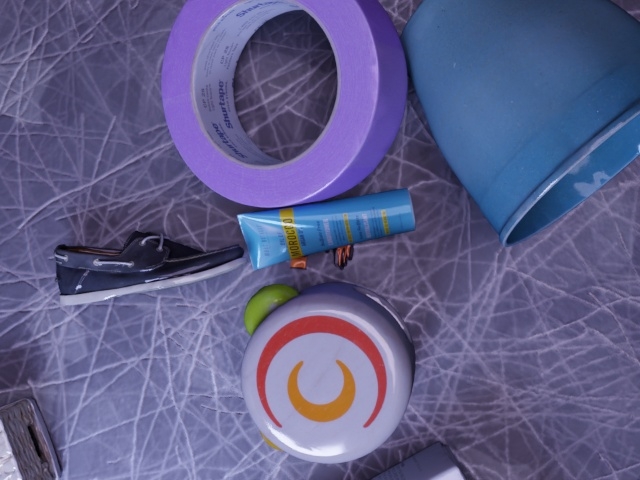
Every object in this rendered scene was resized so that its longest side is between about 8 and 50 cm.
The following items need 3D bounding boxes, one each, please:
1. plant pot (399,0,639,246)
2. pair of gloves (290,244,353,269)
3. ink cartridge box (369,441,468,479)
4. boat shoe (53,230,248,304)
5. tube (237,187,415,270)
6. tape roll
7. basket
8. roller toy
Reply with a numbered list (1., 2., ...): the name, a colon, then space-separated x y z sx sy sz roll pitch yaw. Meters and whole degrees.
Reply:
1. plant pot: 0.231 -0.175 0.906 0.272 0.271 0.255 -37 73 -1
2. pair of gloves: 0.000 0.000 1.012 0.083 0.010 0.074 -1 90 3
3. ink cartridge box: 0.074 0.413 0.943 0.306 0.131 0.226 -30 89 1
4. boat shoe: -0.206 0.025 0.975 0.233 0.084 0.079 -8 89 3
5. tube: 0.009 -0.018 0.981 0.207 0.052 0.080 -12 114 3
6. tape roll: -0.045 -0.177 0.921 0.275 0.090 0.274 3 97 26
7. basket: -0.415 0.272 0.959 0.167 0.103 0.113 -21 88 0
8. roller toy: 0.014 0.150 0.941 0.191 0.146 0.209 -1 94 9
